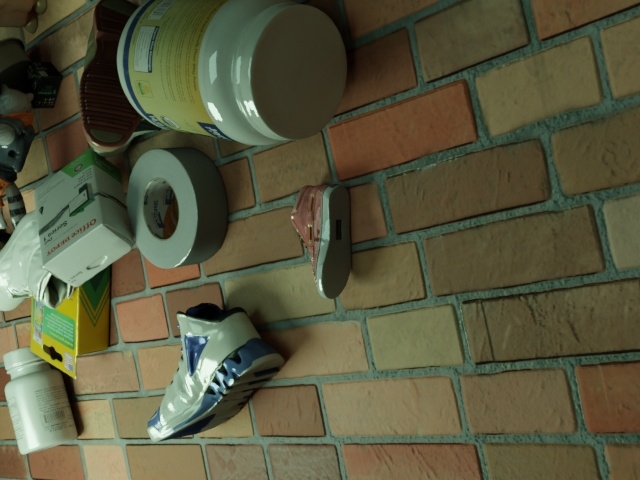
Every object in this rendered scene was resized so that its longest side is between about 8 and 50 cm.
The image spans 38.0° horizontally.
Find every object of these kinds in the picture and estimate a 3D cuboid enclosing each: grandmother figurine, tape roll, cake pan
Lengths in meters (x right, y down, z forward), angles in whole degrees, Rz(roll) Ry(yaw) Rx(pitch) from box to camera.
[{"bbox_3d":[-0.758,-0.488,1.940,0.104,0.342,0.208,54,129,25],"label":"grandmother figurine"},{"bbox_3d":[-0.264,-0.060,1.702,0.219,0.072,0.219,10,104,45],"label":"tape roll"},{"bbox_3d":[-0.724,-0.307,2.005,0.054,0.293,0.293,40,128,-1],"label":"cake pan"}]

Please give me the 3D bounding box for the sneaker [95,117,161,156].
[{"bbox_3d":[-0.362,-0.233,1.768,0.237,0.085,0.086,-22,73,42],"label":"sneaker"}]

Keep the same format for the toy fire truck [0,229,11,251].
[{"bbox_3d":[-0.799,0.118,2.236,0.217,0.158,0.246,26,126,39],"label":"toy fire truck"}]

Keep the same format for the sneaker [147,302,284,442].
[{"bbox_3d":[-0.203,0.216,1.661,0.315,0.127,0.182,-44,62,33],"label":"sneaker"}]

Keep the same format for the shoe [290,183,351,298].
[{"bbox_3d":[0.000,0.000,1.453,0.081,0.063,0.178,6,96,46],"label":"shoe"}]

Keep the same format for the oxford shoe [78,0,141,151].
[{"bbox_3d":[-0.382,-0.283,1.710,0.130,0.123,0.348,125,152,-49],"label":"oxford shoe"}]

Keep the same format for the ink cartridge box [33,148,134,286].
[{"bbox_3d":[-0.462,-0.045,1.805,0.160,0.092,0.219,-34,47,13],"label":"ink cartridge box"}]

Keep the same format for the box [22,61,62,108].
[{"bbox_3d":[-0.605,-0.336,2.017,0.062,0.052,0.083,48,128,30],"label":"box"}]

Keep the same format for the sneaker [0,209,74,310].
[{"bbox_3d":[-0.602,0.092,1.927,0.292,0.108,0.169,-53,57,35],"label":"sneaker"}]

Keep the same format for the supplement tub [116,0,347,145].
[{"bbox_3d":[-0.137,-0.267,1.427,0.316,0.228,0.228,16,107,44],"label":"supplement tub"}]

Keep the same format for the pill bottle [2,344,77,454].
[{"bbox_3d":[-0.643,0.358,2.112,0.131,0.131,0.229,-27,77,45],"label":"pill bottle"}]

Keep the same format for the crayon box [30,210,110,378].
[{"bbox_3d":[-0.541,0.110,2.004,0.203,0.083,0.323,18,108,43],"label":"crayon box"}]

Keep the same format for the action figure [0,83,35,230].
[{"bbox_3d":[-0.671,-0.167,1.993,0.178,0.341,0.330,13,101,-1],"label":"action figure"}]
